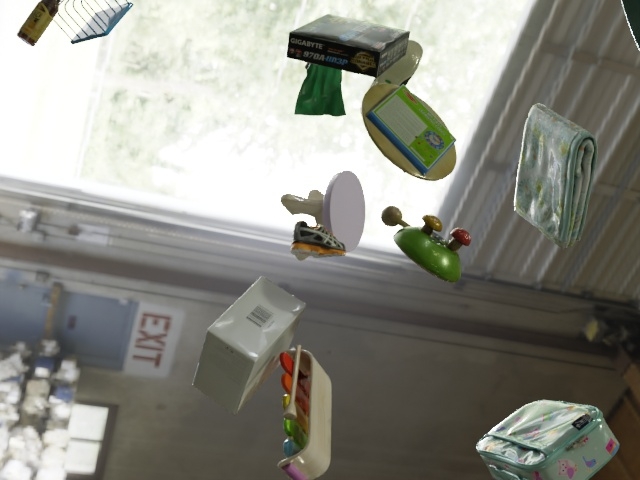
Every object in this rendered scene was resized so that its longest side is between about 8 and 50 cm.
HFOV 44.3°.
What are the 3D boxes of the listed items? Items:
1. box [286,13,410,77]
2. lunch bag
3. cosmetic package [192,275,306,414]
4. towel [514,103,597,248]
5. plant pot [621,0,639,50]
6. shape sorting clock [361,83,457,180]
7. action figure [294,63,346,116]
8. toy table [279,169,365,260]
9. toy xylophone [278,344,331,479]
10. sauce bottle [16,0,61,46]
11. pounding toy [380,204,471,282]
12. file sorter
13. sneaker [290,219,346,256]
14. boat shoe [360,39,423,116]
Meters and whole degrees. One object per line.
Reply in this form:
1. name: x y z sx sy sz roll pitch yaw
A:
1. box: 0.056 -0.368 1.469 0.220 0.175 0.051 -49 152 -59
2. lunch bag: 0.473 0.439 1.669 0.108 0.224 0.279 63 -19 -3
3. cosmetic package: -0.170 0.247 1.855 0.224 0.138 0.224 -45 162 -45
4. towel: 0.720 -0.203 2.448 0.320 0.090 0.374 -124 -148 -59
5. plant pot: 0.517 -0.368 1.083 0.165 0.166 0.234 7 -73 53
6. shape sorting clock: 0.156 -0.190 1.381 0.040 0.206 0.206 -43 -143 47
7. action figure: 0.007 -0.422 1.916 0.063 0.137 0.232 -131 -137 -57
8. toy table: 0.018 -0.067 2.269 0.161 0.252 0.274 -16 -147 32
9. toy xylophone: -0.044 0.379 1.807 0.322 0.081 0.236 -84 153 -49
10. sauce bottle: -0.526 -0.430 1.492 0.128 0.042 0.042 -59 -166 -7
11. pounding toy: 0.261 -0.013 1.830 0.110 0.183 0.237 -55 -143 16
12. file sorter: -0.578 -0.577 1.964 0.170 0.104 0.118 3 -128 44
13. sneaker: 0.000 0.000 1.988 0.084 0.215 0.083 -8 -100 28
14. boat shoe: 0.172 -0.398 1.946 0.233 0.084 0.079 -57 -176 -12
